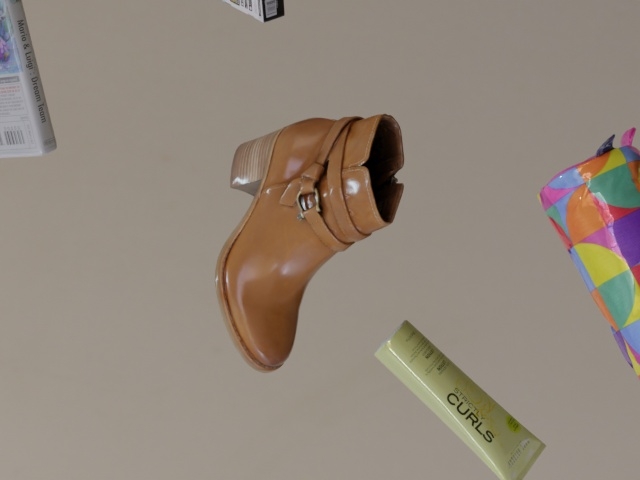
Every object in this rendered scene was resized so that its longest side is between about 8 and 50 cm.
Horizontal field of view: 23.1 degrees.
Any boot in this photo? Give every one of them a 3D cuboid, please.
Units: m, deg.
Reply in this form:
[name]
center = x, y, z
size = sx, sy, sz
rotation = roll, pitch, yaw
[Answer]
[boot]
center = 0.000, 0.000, 1.738
size = 0.109, 0.220, 0.283
rotation = 21, -112, -46

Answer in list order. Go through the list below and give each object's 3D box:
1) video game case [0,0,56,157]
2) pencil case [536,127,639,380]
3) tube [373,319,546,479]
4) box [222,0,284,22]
[video game case]
center = -0.242, -0.119, 0.968
size = 0.019, 0.157, 0.143
rotation = -34, -62, -54
[pencil case]
center = 0.277, 0.026, 1.335
size = 0.104, 0.104, 0.236
rotation = 87, 158, -81
[tube]
center = 0.173, 0.198, 1.931
size = 0.070, 0.240, 0.062
rotation = -46, -2, 0
[box]
center = -0.097, -0.393, 1.999
size = 0.114, 0.036, 0.207
rotation = 34, 137, 44
